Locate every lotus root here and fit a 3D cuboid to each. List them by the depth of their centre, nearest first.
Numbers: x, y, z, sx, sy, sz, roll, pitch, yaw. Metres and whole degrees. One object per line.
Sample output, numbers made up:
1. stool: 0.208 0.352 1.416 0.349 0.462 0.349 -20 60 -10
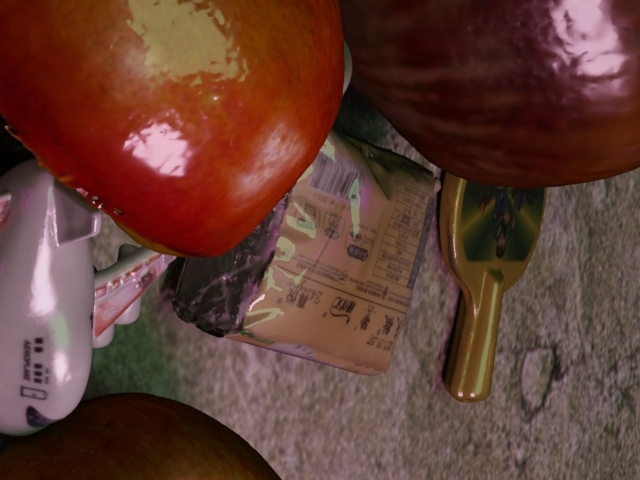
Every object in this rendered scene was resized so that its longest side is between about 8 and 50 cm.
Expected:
1. lotus root: -0.239 -0.070 1.440 0.099 0.049 0.054 -15 115 -44

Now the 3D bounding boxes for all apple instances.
1. apple: -0.128 0.273 1.538 0.309 0.250 0.277 32 76 -51

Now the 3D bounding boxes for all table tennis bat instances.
1. table tennis bat: 0.177 0.014 2.042 0.198 0.050 0.321 7 92 -56

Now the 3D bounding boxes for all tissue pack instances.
1. tissue pack: 0.000 0.000 1.726 0.257 0.123 0.215 20 88 -53

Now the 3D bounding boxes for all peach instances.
1. peach: -0.127 -0.180 1.273 0.242 0.306 0.380 -32 123 10

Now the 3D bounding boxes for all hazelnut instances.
1. hazelnut: 0.192 -0.267 1.709 0.402 0.402 0.429 -55 144 -26

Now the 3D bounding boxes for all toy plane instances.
1. toy plane: -0.214 0.045 1.431 0.252 0.118 0.252 -33 145 -28

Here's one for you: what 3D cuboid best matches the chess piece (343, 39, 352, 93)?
1. chess piece: -0.020 -0.222 1.529 0.139 0.139 0.271 -38 155 -41
